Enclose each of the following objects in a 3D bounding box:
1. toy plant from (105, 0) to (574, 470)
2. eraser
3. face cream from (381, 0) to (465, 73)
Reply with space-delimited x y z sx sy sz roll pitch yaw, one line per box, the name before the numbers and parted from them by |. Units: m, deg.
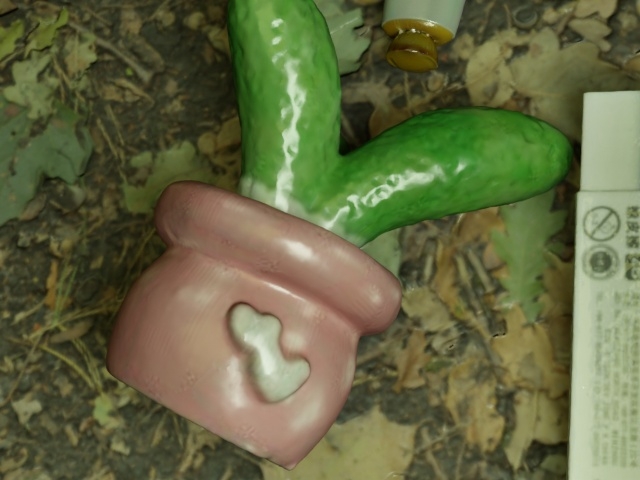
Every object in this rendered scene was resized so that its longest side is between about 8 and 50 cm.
toy plant | -0.001 0.005 1.146 0.317 0.210 0.356 29 76 -11
eraser | 0.243 0.086 1.093 0.098 0.096 0.404 0 72 17
face cream | 0.098 -0.239 1.265 0.072 0.051 0.182 7 73 17
